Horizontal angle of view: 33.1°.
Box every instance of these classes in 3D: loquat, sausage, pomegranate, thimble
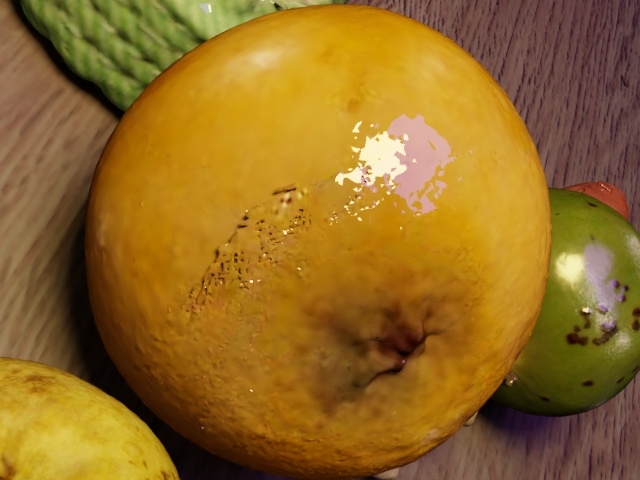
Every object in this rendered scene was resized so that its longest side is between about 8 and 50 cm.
[{"bbox_3d":[0.000,0.000,0.604,0.263,0.263,0.263,26,51,-36],"label":"loquat"},{"bbox_3d":[0.248,-0.019,1.034,0.141,0.076,0.076,-14,79,-49],"label":"sausage"},{"bbox_3d":[0.151,0.056,0.812,0.224,0.181,0.182,-20,84,-41],"label":"pomegranate"},{"bbox_3d":[-0.090,-0.196,0.706,0.219,0.150,0.219,26,51,-37],"label":"thimble"}]

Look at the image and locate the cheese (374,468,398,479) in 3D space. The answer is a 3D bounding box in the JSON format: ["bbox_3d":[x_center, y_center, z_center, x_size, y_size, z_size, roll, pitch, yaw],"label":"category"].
[{"bbox_3d":[0.032,-0.016,0.826,0.085,0.034,0.400,29,49,-33],"label":"cheese"}]

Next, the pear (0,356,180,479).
[{"bbox_3d":[-0.140,0.140,0.425,0.197,0.197,0.197,26,51,-36],"label":"pear"}]
